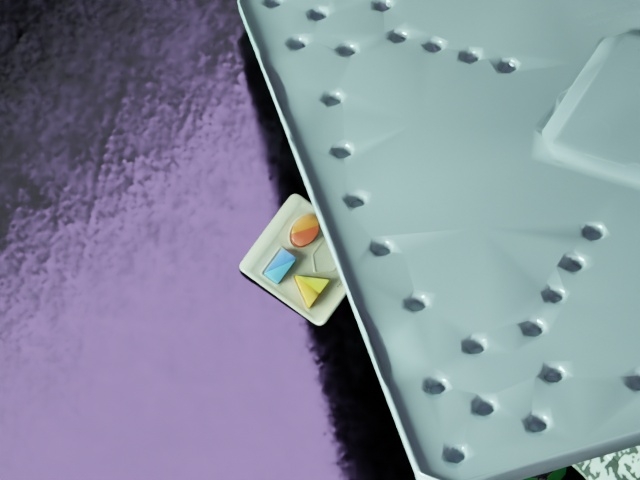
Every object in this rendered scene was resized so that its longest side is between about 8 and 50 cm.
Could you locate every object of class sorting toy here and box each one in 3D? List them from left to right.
[{"bbox_3d":[0.000,0.000,1.164,0.062,0.012,0.083,35,79,6],"label":"sorting toy"}]

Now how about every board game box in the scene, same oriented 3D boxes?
[{"bbox_3d":[0.187,-0.053,1.069,0.390,0.050,0.390,-16,47,-5],"label":"board game box"}]

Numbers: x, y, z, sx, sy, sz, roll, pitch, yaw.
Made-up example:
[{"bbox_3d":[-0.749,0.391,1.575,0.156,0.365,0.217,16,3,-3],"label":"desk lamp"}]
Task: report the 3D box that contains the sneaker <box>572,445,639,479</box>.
[{"bbox_3d":[0.243,0.196,1.079,0.182,0.158,0.410,-39,76,3],"label":"sneaker"}]
